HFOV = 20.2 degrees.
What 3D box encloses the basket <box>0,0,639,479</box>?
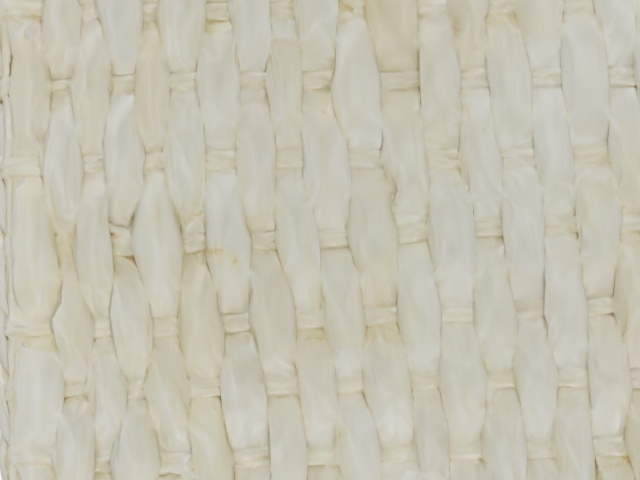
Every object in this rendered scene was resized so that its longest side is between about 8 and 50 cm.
[{"bbox_3d":[0.000,0.000,0.875,0.266,0.328,0.331,128,140,-82],"label":"basket"}]
